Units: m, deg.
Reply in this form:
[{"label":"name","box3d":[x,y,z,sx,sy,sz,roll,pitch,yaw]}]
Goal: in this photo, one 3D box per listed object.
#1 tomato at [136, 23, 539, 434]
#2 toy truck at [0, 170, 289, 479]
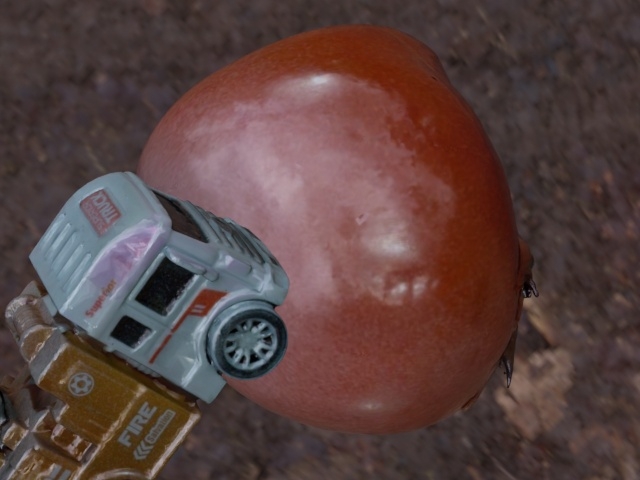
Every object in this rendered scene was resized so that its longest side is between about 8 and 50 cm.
[{"label":"tomato","box3d":[0.000,0.000,1.492,0.272,0.341,0.341,-12,60,-14]},{"label":"toy truck","box3d":[-0.103,0.053,0.718,0.178,0.115,0.080,-53,29,5]}]
